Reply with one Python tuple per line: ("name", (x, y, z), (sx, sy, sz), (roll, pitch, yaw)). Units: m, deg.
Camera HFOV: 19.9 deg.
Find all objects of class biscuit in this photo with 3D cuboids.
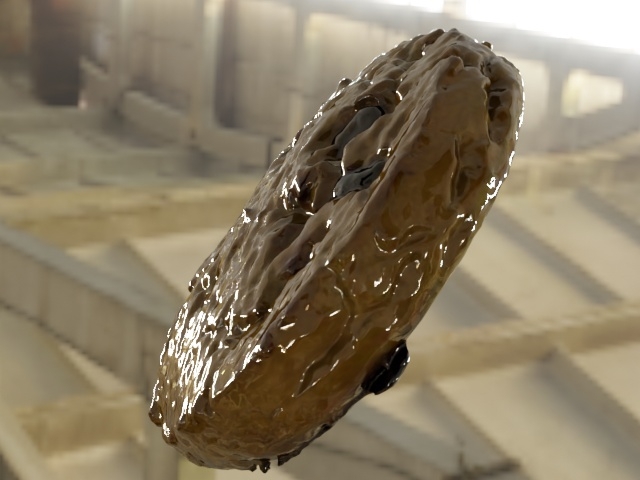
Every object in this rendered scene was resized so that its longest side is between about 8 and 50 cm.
("biscuit", (-0.001, -0.001, 0.981), (0.075, 0.296, 0.296), (37, -173, -15))
